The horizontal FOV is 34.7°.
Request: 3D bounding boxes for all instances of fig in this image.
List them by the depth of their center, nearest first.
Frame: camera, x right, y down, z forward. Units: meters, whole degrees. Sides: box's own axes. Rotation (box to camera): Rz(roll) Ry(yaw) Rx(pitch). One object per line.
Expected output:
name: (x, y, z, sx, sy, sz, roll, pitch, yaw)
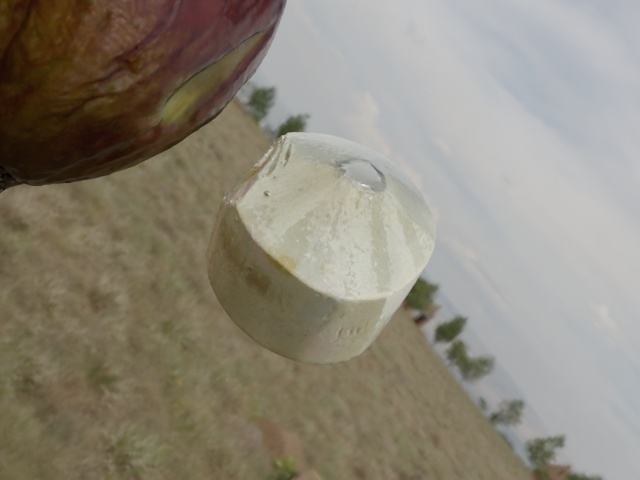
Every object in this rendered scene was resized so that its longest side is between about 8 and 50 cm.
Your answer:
fig: (-0.122, -0.074, 0.519, 0.190, 0.290, 0.190, 8, -2, 0)

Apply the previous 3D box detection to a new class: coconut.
coconut: (0.002, -0.002, 1.035, 0.241, 0.241, 0.241, 51, 3, -3)
